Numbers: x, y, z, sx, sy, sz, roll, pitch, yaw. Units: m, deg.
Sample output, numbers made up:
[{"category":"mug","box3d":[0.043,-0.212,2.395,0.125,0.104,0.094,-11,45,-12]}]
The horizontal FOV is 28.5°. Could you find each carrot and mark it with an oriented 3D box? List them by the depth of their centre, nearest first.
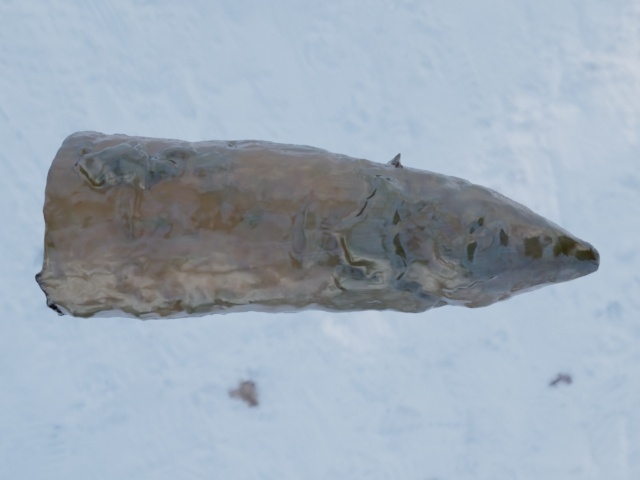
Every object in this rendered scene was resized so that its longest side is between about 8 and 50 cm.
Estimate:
[{"category":"carrot","box3d":[0.000,0.000,0.603,0.263,0.102,0.102,4,129,9]}]
